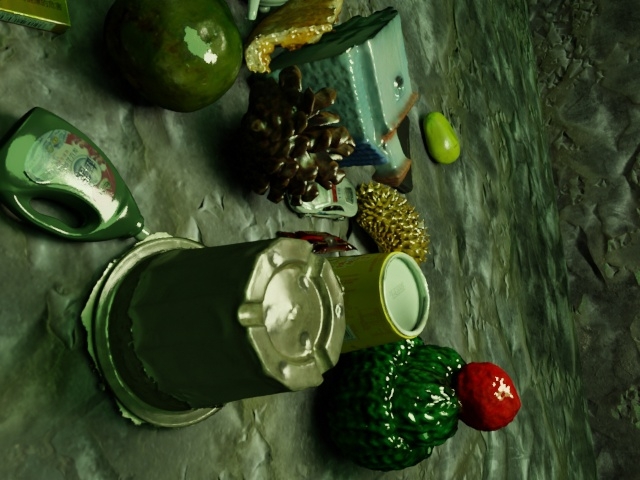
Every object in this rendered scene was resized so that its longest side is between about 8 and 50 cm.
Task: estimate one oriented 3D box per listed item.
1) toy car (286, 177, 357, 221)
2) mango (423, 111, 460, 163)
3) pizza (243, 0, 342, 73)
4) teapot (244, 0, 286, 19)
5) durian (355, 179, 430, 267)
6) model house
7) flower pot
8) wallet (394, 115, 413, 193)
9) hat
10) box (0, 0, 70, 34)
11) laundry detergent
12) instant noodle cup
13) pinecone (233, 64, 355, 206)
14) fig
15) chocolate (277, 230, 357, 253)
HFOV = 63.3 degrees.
[{"bbox_3d":[0.009,-0.094,1.092,0.205,0.056,0.095,3,78,-52],"label":"toy car"},{"bbox_3d":[0.371,-0.313,1.584,0.117,0.089,0.163,-16,91,-52],"label":"mango"},{"bbox_3d":[-0.042,-0.426,1.026,0.365,0.182,0.073,-66,147,-45],"label":"pizza"},{"bbox_3d":[-0.106,-0.526,1.028,0.159,0.159,0.232,52,35,-28],"label":"teapot"},{"bbox_3d":[0.176,-0.042,1.231,0.249,0.138,0.183,50,53,-21],"label":"durian"},{"bbox_3d":[0.078,-0.274,1.107,0.295,0.252,0.329,-56,129,-45],"label":"model house"},{"bbox_3d":[-0.123,0.112,0.698,0.290,0.259,0.290,18,67,-49],"label":"flower pot"},{"bbox_3d":[0.206,-0.257,1.400,0.149,0.044,0.250,26,59,-49],"label":"wallet"},{"bbox_3d":[0.195,0.290,0.975,0.242,0.332,0.274,52,40,-39],"label":"hat"},{"bbox_3d":[-0.407,-0.380,0.678,0.121,0.030,0.193,-7,84,-52],"label":"box"},{"bbox_3d":[-0.314,-0.059,0.673,0.211,0.063,0.137,47,47,-35],"label":"laundry detergent"},{"bbox_3d":[0.059,0.114,0.947,0.216,0.236,0.215,17,67,-45],"label":"instant noodle cup"},{"bbox_3d":[-0.048,-0.173,0.915,0.201,0.229,0.202,30,35,-29],"label":"pinecone"},{"bbox_3d":[-0.203,-0.313,0.785,0.195,0.195,0.244,45,56,-34],"label":"fig"},{"bbox_3d":[0.000,0.000,1.039,0.182,0.086,0.028,0,115,-48],"label":"chocolate"}]
